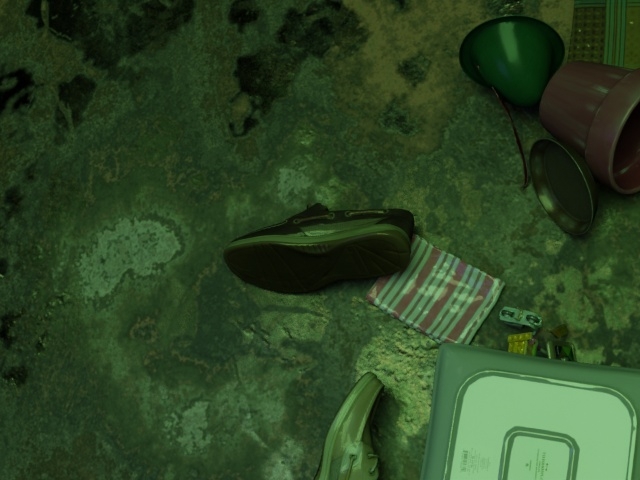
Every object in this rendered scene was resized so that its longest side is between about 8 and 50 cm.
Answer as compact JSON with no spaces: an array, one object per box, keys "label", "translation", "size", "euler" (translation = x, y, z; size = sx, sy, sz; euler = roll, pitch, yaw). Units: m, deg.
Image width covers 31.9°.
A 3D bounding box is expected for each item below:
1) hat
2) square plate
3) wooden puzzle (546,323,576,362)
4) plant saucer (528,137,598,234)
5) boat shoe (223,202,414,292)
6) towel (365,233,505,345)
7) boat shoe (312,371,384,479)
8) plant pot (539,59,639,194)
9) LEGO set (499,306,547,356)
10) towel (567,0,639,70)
[{"label":"hat","translation":[0.328,-0.238,1.844],"size":[0.173,0.208,0.184],"euler":[-30,43,37]},{"label":"square plate","translation":[0.314,0.334,1.621],"size":[0.343,0.049,0.347],"euler":[7,74,13]},{"label":"wooden puzzle","translation":[0.382,0.190,1.755],"size":[0.014,0.078,0.116],"euler":[-18,79,41]},{"label":"plant saucer","translation":[0.395,-0.091,1.804],"size":[0.029,0.168,0.168],"euler":[-24,65,-15]},{"label":"boat shoe","translation":[0.000,0.000,1.927],"size":[0.341,0.123,0.123],"euler":[-9,38,25]},{"label":"towel","translation":[0.190,0.085,1.873],"size":[0.197,0.029,0.144],"euler":[29,83,23]},{"label":"boat shoe","translation":[0.051,0.361,1.784],"size":[0.098,0.109,0.302],"euler":[20,85,16]},{"label":"plant pot","translation":[0.463,-0.200,1.808],"size":[0.201,0.201,0.180],"euler":[-51,50,-4]},{"label":"LEGO set","translation":[0.299,0.253,1.766],"size":[0.132,0.107,0.287],"euler":[19,81,57]},{"label":"towel","translation":[0.617,-0.388,1.899],"size":[0.370,0.040,0.272],"euler":[4,72,20]}]
